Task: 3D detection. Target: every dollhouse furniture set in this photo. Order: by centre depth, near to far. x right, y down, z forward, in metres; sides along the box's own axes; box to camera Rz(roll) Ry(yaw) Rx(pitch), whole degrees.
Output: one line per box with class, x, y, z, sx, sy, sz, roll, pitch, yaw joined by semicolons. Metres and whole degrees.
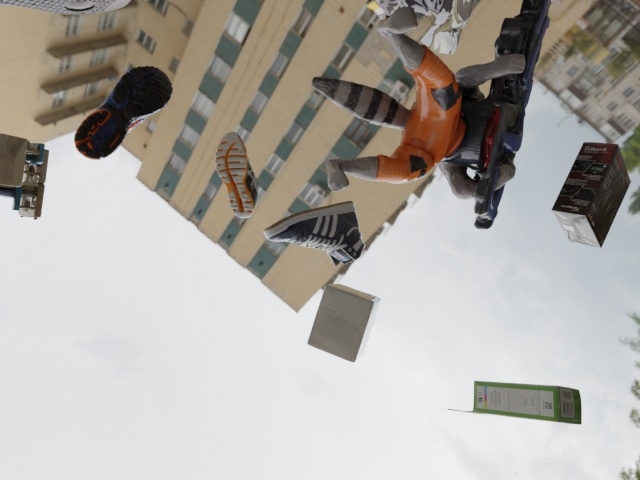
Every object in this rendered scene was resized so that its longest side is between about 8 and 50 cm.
dollhouse furniture set;-0.506;-0.098;0.772;0.183;0.129;0.129;9;-178;33

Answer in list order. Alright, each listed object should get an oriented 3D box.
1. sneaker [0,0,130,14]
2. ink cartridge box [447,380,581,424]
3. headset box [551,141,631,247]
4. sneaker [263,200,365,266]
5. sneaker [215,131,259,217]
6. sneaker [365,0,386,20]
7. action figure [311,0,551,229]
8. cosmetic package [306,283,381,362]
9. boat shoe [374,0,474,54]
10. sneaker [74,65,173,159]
sneaker;-0.415;-0.395;0.649;0.289;0.105;0.123;-11;-82;-34
ink cartridge box;0.358;0.300;0.877;0.108;0.209;0.062;22;-114;-40
headset box;0.253;-0.045;0.433;0.032;0.083;0.062;20;166;49
sneaker;0.000;0.000;1.160;0.282;0.099;0.153;-17;-93;-39
sneaker;-0.202;-0.168;1.178;0.084;0.215;0.083;4;-153;19
sneaker;0.157;-0.409;0.801;0.092;0.088;0.225;43;-171;-21
action figure;0.170;-0.197;0.615;0.330;0.342;0.178;0;-162;-42
cosmetic package;0.073;0.235;1.376;0.151;0.184;0.151;18;-178;15
boat shoe;0.116;-0.309;0.541;0.130;0.133;0.355;12;-177;9
sneaker;-0.355;-0.230;0.832;0.221;0.087;0.083;-52;-61;-24
